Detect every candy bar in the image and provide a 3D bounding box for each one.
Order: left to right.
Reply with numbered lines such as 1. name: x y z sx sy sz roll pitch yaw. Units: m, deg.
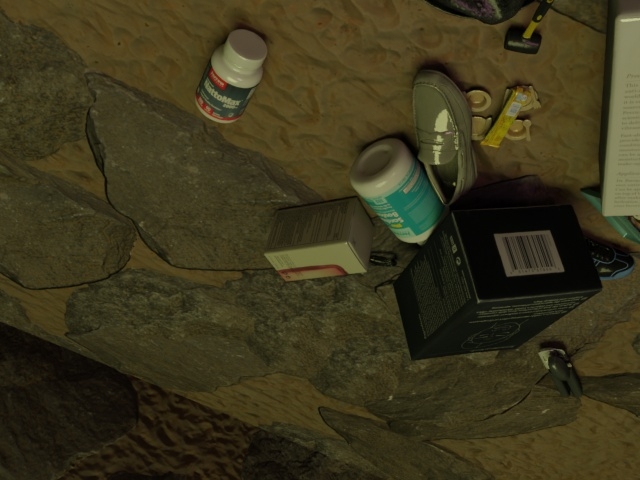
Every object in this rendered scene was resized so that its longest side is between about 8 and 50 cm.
1. candy bar: 0.366 -0.240 1.384 0.040 0.018 0.161 13 142 -6

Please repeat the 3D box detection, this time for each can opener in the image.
1. can opener: 0.718 0.410 2.084 0.076 0.095 0.283 -10 137 29

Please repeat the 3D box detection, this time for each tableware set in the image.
1. tableware set: 0.355 -0.252 1.404 0.169 0.020 0.141 1 141 17

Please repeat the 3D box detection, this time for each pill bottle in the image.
1. pill bottle: -0.177 -0.330 1.400 0.108 0.108 0.180 24 142 -13
2. pill bottle: 0.191 -0.093 1.557 0.146 0.146 0.264 -17 133 34

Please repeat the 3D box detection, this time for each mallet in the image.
1. mallet: 0.352 -0.370 1.179 0.062 0.039 0.189 9 170 9

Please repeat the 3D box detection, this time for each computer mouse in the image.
1. computer mouse: 0.240 0.070 1.851 0.242 0.041 0.071 16 160 5

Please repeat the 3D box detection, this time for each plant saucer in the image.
1. plant saucer: 0.650 -0.052 1.544 0.192 0.067 0.018 38 92 -28

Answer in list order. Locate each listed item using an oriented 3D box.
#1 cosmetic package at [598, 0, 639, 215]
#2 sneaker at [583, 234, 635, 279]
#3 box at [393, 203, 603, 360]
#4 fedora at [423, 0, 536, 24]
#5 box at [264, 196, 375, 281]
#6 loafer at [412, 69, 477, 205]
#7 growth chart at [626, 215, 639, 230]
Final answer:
1. cosmetic package: 0.613 -0.247 1.210 0.230 0.161 0.453 0 141 17
2. sneaker: 0.621 0.030 1.634 0.232 0.081 0.090 8 149 10
3. box: 0.379 0.105 1.587 0.294 0.211 0.395 -4 154 -17
4. fedora: 0.233 -0.450 1.076 0.334 0.152 0.334 9 143 7
5. box: 0.000 0.000 1.736 0.232 0.148 0.127 -7 139 26
6. loafer: 0.248 -0.201 1.415 0.112 0.111 0.319 11 147 36
7. growth chart: 0.704 -0.040 1.493 0.237 0.021 0.172 36 177 -39
